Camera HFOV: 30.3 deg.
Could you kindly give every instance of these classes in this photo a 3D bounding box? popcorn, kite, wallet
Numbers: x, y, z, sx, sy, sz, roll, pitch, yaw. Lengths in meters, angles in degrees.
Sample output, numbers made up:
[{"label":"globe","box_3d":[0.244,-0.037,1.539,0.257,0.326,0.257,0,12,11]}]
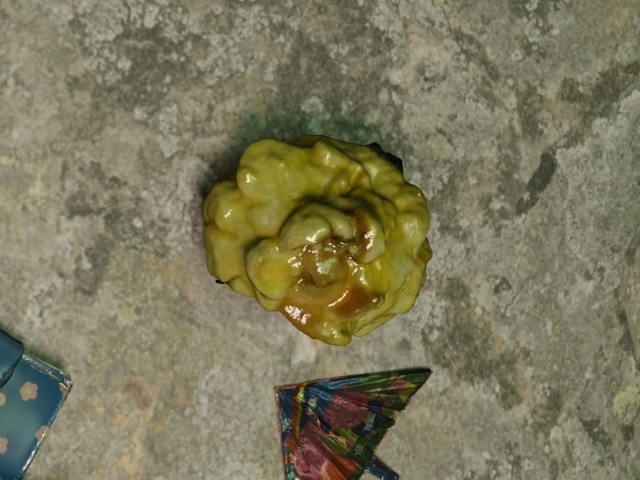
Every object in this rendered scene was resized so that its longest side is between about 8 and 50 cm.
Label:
[{"label":"popcorn","box_3d":[0.000,0.000,1.371,0.286,0.215,0.252,21,43,-25]},{"label":"kite","box_3d":[0.019,0.258,1.503,0.234,0.016,0.321,43,71,-26]},{"label":"wallet","box_3d":[-0.372,0.152,1.234,0.202,0.059,0.141,35,73,-28]}]
